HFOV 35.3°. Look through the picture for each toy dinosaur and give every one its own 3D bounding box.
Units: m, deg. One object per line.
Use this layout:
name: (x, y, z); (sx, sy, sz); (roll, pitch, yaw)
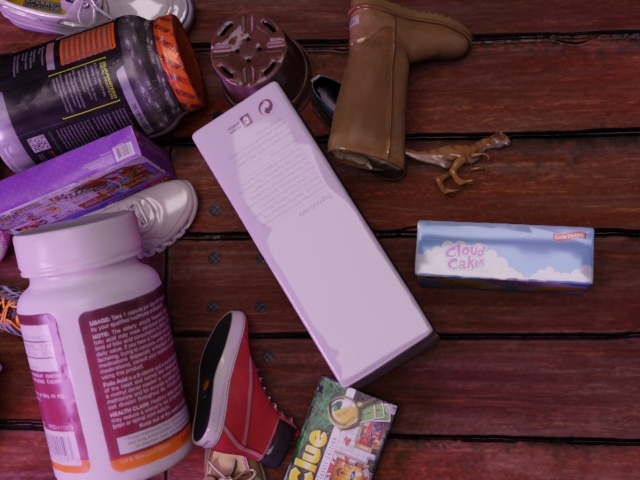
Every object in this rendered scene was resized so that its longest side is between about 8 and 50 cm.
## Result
toy dinosaur: (0.207, -0.134, 1.659); (0.212, 0.064, 0.112); (-5, 71, -7)

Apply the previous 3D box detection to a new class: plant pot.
plant pot: (-0.104, -0.291, 1.674); (0.167, 0.165, 0.166); (-1, 81, 10)

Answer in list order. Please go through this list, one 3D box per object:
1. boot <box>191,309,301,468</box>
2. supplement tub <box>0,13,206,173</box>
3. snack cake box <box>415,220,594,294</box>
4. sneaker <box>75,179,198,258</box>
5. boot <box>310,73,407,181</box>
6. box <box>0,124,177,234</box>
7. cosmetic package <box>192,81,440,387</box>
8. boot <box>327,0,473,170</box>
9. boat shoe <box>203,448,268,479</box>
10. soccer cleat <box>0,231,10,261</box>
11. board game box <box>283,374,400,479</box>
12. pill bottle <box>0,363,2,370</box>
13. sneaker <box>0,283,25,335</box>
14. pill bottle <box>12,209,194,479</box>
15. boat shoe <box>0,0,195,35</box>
boot: (-0.107, 0.244, 1.642); (0.176, 0.088, 0.244); (23, 53, -25)
supplement tub: (-0.375, -0.248, 1.678); (0.338, 0.207, 0.207); (-17, 79, 5)
snack cake box: (0.284, 0.029, 1.570); (0.264, 0.152, 0.089); (2, 82, 10)
sneaker: (-0.341, -0.017, 1.694); (0.292, 0.118, 0.110); (-28, 76, 2)
boot: (0.056, -0.186, 1.661); (0.082, 0.106, 0.219); (-45, 77, 0)
box: (-0.406, -0.090, 1.671); (0.293, 0.201, 0.057); (-22, 80, 5)
cosmetic package: (0.000, 0.000, 1.581); (0.161, 0.230, 0.453); (-33, 77, 4)
boot: (0.129, -0.237, 1.618); (0.236, 0.089, 0.269); (11, 73, -18)
boat shoe: (-0.136, 0.441, 1.604); (0.105, 0.089, 0.285); (-11, 79, 8)
soccer cleat: (-0.615, -0.116, 1.737); (0.116, 0.143, 0.331); (-8, 80, 8)
board game box: (0.021, 0.360, 1.611); (0.136, 0.030, 0.259); (19, 91, 14)
pill bottle: (-0.646, 0.298, 1.678); (0.146, 0.146, 0.264); (34, 87, 12)
sneaker: (-0.522, 0.122, 1.718); (0.215, 0.083, 0.084); (11, 85, 12)
pill bottle: (-0.341, 0.163, 1.561); (0.224, 0.224, 0.392); (-9, 98, 7)
boat shoe: (-0.409, -0.426, 1.745); (0.367, 0.156, 0.135); (11, 84, 11)
